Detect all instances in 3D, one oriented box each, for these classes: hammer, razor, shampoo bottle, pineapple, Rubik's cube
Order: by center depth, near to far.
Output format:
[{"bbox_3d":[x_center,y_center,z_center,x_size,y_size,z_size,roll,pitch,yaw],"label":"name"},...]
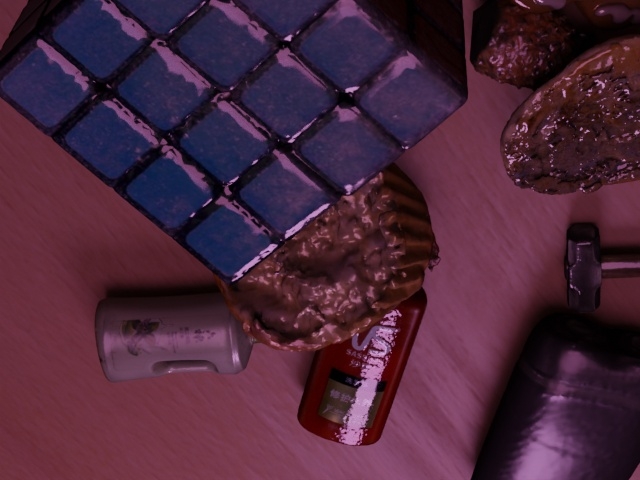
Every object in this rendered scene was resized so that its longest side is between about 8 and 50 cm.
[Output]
[{"bbox_3d":[-0.079,-0.228,1.615,0.344,0.343,0.337,39,119,-20],"label":"Rubik's cube"},{"bbox_3d":[0.263,-0.206,1.753,0.198,0.108,0.108,17,124,-17],"label":"pineapple"},{"bbox_3d":[0.483,0.028,1.929,0.365,0.043,0.111,-3,124,5],"label":"hammer"},{"bbox_3d":[0.060,0.125,2.004,0.118,0.076,0.314,18,124,1],"label":"shampoo bottle"},{"bbox_3d":[-0.163,0.121,2.013,0.234,0.087,0.118,-4,121,7],"label":"shampoo bottle"},{"bbox_3d":[0.323,0.253,2.050,0.204,0.113,0.349,12,124,-7],"label":"razor"}]

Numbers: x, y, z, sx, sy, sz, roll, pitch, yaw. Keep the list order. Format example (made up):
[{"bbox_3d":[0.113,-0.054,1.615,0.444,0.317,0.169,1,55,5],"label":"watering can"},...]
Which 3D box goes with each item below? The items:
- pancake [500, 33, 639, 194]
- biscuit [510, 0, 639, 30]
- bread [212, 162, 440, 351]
[{"bbox_3d":[0.335,-0.133,1.764,0.282,0.049,0.282,-11,148,-7],"label":"pancake"},{"bbox_3d":[0.297,-0.365,1.634,0.197,0.049,0.301,4,116,-25],"label":"biscuit"},{"bbox_3d":[0.000,0.000,1.854,0.274,0.274,0.149,-35,157,25],"label":"bread"}]
